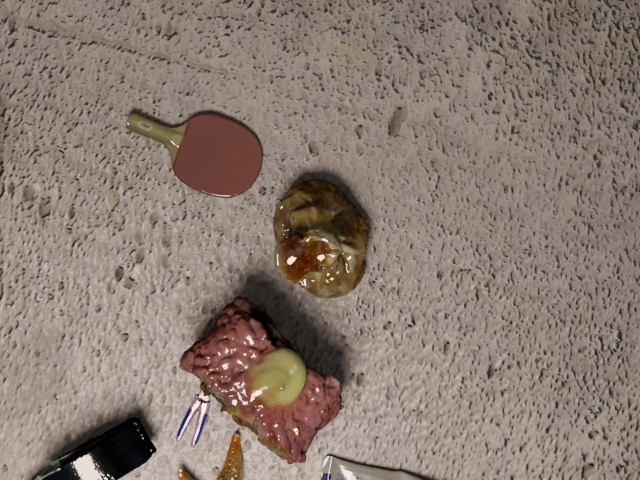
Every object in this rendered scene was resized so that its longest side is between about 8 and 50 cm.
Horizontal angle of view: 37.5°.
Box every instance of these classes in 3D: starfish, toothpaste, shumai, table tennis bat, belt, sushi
[{"bbox_3d":[-0.144,0.463,1.592,0.138,0.050,0.247,-28,67,-8],"label":"starfish"},{"bbox_3d":[0.128,0.444,1.636,0.266,0.061,0.096,10,90,6],"label":"toothpaste"},{"bbox_3d":[0.000,0.000,1.593,0.161,0.153,0.210,-9,92,5],"label":"shumai"},{"bbox_3d":[-0.221,-0.164,1.653,0.246,0.022,0.138,23,88,-3],"label":"table tennis bat"},{"bbox_3d":[-0.377,0.371,1.571,0.198,0.151,0.078,-30,93,-18],"label":"belt"},{"bbox_3d":[-0.087,0.229,1.545,0.270,0.236,0.171,45,76,-1],"label":"sushi"}]

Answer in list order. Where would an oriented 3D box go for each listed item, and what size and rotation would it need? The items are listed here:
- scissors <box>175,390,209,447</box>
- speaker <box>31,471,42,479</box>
[{"bbox_3d":[-0.216,0.303,1.645,0.039,0.012,0.113,20,88,-1],"label":"scissors"},{"bbox_3d":[-0.477,0.448,1.621,0.075,0.060,0.094,43,123,0],"label":"speaker"}]
